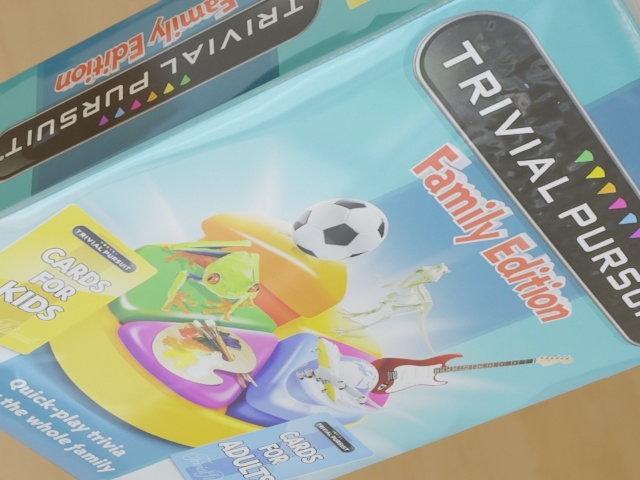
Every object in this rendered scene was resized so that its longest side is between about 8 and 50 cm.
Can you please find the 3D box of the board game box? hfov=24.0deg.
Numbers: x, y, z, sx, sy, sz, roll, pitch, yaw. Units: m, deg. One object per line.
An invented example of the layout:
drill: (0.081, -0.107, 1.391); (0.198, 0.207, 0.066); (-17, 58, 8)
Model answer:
board game box: (0.000, 0.000, 0.643); (0.254, 0.336, 0.079); (44, 30, -45)
